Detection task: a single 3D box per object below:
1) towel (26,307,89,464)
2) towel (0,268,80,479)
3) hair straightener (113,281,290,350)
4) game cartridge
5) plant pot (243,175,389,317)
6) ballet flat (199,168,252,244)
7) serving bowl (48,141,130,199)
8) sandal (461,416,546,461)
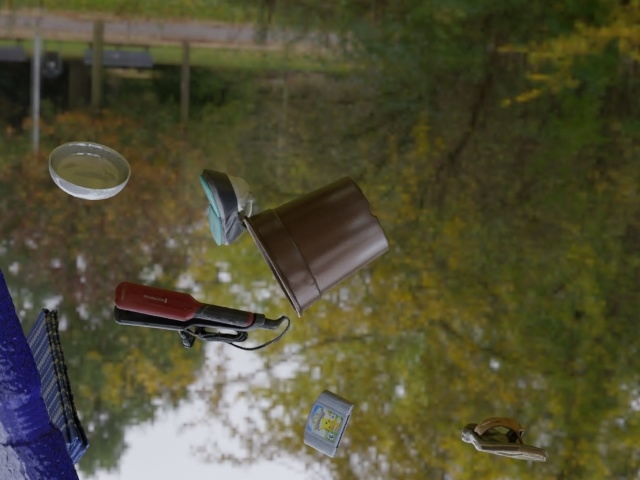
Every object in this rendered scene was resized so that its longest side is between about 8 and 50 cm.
[{"bbox_3d":[-0.482,0.306,2.003,0.040,0.243,0.336,17,-151,-32],"label":"towel"},{"bbox_3d":[-0.333,0.154,1.207,0.076,0.308,0.227,-24,-172,-38],"label":"towel"},{"bbox_3d":[-0.155,0.103,1.526,0.230,0.047,0.089,6,146,-11],"label":"hair straightener"},{"bbox_3d":[0.009,0.253,1.630,0.056,0.083,0.017,24,-169,26],"label":"game cartridge"},{"bbox_3d":[0.000,0.000,1.696,0.165,0.167,0.167,-29,-169,-5],"label":"plant pot"},{"bbox_3d":[-0.135,-0.058,1.732,0.074,0.074,0.203,3,155,1],"label":"ballet flat"},{"bbox_3d":[-0.239,-0.067,1.206,0.083,0.027,0.083,13,-144,-10],"label":"serving bowl"},{"bbox_3d":[0.231,0.247,1.502,0.072,0.049,0.180,11,179,-13],"label":"sandal"}]
